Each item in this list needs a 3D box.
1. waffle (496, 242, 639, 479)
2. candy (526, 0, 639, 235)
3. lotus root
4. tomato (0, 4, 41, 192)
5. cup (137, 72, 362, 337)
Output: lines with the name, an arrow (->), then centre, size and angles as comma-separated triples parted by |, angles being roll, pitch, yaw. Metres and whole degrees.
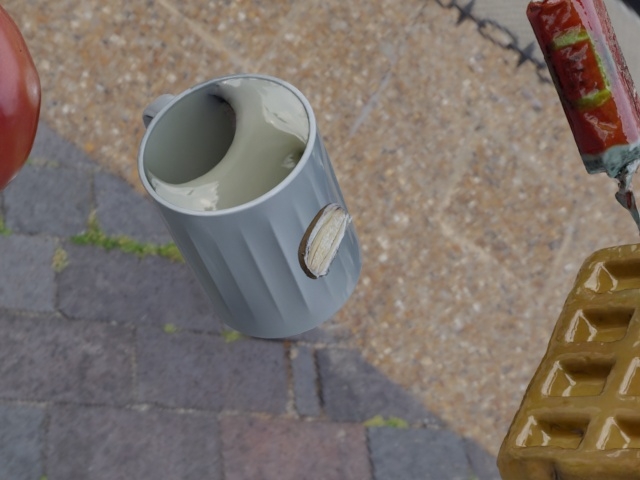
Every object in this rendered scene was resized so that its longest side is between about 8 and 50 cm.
waffle -> 0.285, 0.091, 0.655 | 0.098, 0.328, 0.224 | 49, 56, -25
candy -> 0.229, -0.141, 0.912 | 0.292, 0.059, 0.086 | 67, 26, -8
lotus root -> -0.001, 0.001, 1.089 | 0.037, 0.030, 0.083 | 34, 63, -19
tomato -> -0.293, -0.103, 0.744 | 0.195, 0.136, 0.195 | -3, 107, -10
cup -> -0.112, -0.053, 1.478 | 0.237, 0.326, 0.323 | -43, 56, -15
